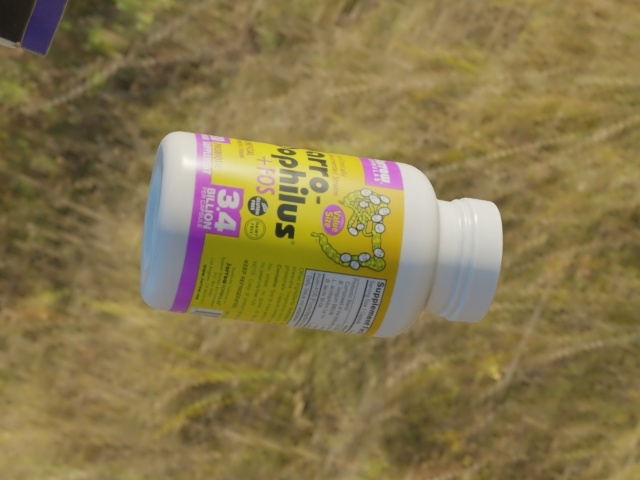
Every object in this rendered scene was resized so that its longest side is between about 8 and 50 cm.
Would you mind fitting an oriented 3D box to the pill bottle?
[{"bbox_3d":[0.000,0.000,0.416,0.043,0.083,0.043,-173,90,-79],"label":"pill bottle"}]

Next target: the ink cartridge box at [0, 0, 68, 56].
[{"bbox_3d":[-0.088,-0.161,0.460,0.045,0.208,0.206,24,94,30],"label":"ink cartridge box"}]
